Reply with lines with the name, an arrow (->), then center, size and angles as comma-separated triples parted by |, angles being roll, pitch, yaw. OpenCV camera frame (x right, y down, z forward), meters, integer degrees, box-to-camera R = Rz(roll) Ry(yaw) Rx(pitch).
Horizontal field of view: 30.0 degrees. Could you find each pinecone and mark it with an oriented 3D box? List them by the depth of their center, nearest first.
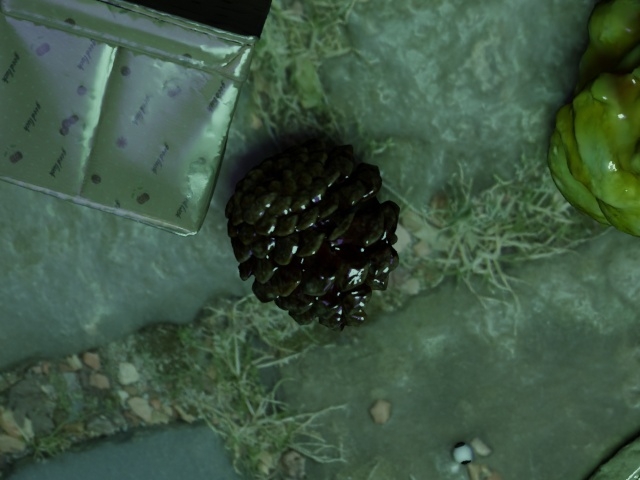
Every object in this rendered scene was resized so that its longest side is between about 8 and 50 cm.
pinecone -> -0.002, 0.001, 1.238 | 0.179, 0.184, 0.204 | -16, 120, 25

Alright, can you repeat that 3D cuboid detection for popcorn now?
popcorn -> 0.382, -0.088, 1.144 | 0.321, 0.290, 0.325 | 0, 89, 10

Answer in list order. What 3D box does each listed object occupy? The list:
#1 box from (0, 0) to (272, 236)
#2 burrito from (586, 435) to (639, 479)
box -> -0.180, -0.163, 1.114 | 0.225, 0.297, 0.190 | 16, 110, -6
burrito -> 0.417, 0.260, 1.388 | 0.117, 0.076, 0.392 | 42, 105, -15
